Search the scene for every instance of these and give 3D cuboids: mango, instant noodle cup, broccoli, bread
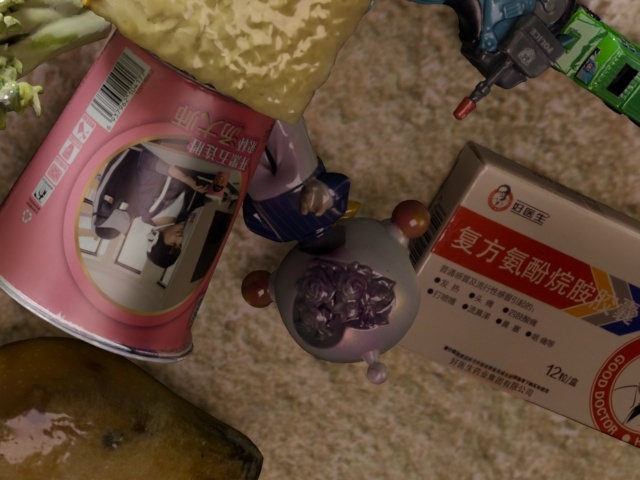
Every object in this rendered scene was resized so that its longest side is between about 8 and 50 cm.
[{"bbox_3d":[-0.218,0.201,1.966,0.176,0.175,0.329,-18,148,42],"label":"mango"},{"bbox_3d":[-0.161,-0.054,1.808,0.244,0.244,0.255,24,104,-23],"label":"instant noodle cup"},{"bbox_3d":[-0.305,-0.199,1.746,0.243,0.263,0.247,-11,156,-35],"label":"broccoli"},{"bbox_3d":[-0.025,-0.312,1.680,0.236,0.165,0.375,31,103,-11],"label":"bread"}]

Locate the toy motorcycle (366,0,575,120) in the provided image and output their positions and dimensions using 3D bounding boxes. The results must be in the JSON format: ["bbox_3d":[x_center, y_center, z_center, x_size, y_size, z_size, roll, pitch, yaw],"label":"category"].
[{"bbox_3d":[0.119,-0.241,1.843,0.182,0.123,0.272,-47,116,-1],"label":"toy motorcycle"}]

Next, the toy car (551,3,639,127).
[{"bbox_3d":[0.293,-0.163,1.955,0.165,0.062,0.071,30,106,-25],"label":"toy car"}]

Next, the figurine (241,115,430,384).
[{"bbox_3d":[0.008,-0.007,1.914,0.194,0.133,0.274,-4,110,7],"label":"figurine"}]

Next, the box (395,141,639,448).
[{"bbox_3d":[0.249,0.063,2.059,0.353,0.069,0.214,23,108,-25],"label":"box"}]
